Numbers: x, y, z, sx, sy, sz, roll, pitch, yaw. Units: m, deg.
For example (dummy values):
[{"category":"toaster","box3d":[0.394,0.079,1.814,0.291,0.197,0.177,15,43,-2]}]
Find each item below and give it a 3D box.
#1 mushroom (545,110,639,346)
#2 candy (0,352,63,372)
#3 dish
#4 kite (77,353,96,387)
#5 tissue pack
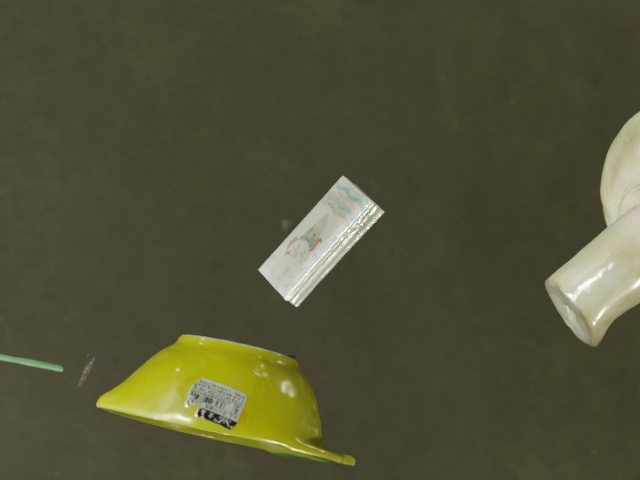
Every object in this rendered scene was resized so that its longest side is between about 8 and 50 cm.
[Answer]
[{"category":"mushroom","box3d":[0.483,-0.007,1.935,0.315,0.315,0.356,14,107,-41]},{"category":"candy","box3d":[-0.367,0.120,1.577,0.201,0.060,0.060,13,79,-28]},{"category":"dish","box3d":[-0.066,0.119,1.164,0.208,0.149,0.080,14,80,-11]},{"category":"kite","box3d":[-0.270,0.144,1.737,0.002,0.044,0.078,29,32,-14]},{"category":"tissue pack","box3d":[0.000,0.000,1.223,0.108,0.056,0.023,-49,128,2]}]
